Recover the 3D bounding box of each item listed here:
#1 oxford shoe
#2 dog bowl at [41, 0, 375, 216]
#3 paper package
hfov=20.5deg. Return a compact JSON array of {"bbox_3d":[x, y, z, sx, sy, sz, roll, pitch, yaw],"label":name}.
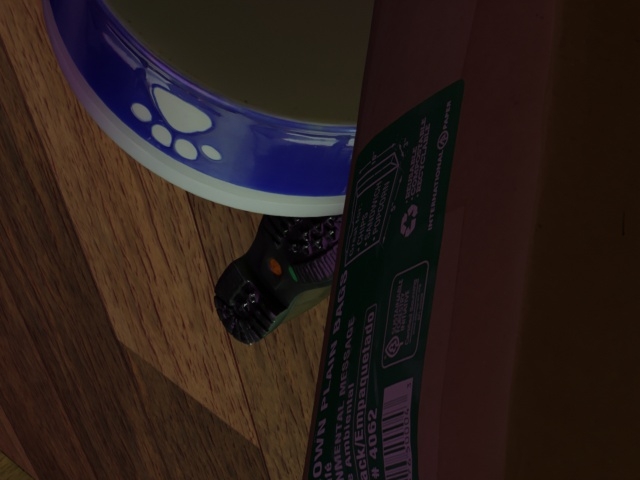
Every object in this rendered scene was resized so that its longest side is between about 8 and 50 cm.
[{"bbox_3d":[0.000,0.000,1.431,0.083,0.096,0.227,59,141,6],"label":"oxford shoe"},{"bbox_3d":[-0.009,-0.152,0.920,0.265,0.265,0.104,43,155,7],"label":"dog bowl"},{"bbox_3d":[0.168,0.005,0.644,0.309,0.325,0.168,14,159,-16],"label":"paper package"}]
